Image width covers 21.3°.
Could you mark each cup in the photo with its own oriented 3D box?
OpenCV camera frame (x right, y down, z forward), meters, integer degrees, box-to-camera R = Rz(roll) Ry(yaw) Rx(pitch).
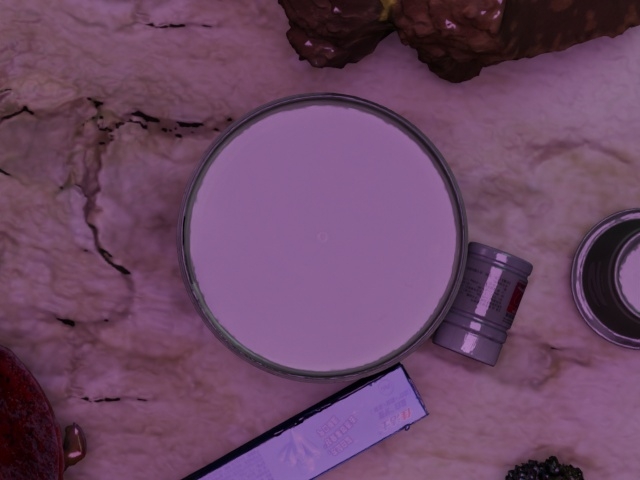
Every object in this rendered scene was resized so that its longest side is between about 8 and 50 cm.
[{"bbox_3d":[0.269,0.032,1.375,0.120,0.141,0.120,0,90,0],"label":"cup"}]

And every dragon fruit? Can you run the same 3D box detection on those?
[{"bbox_3d":[-0.280,0.172,1.319,0.147,0.211,0.282,-23,59,8],"label":"dragon fruit"}]

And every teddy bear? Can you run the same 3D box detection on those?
[{"bbox_3d":[0.121,-0.237,1.368,0.296,0.246,0.222,-33,48,-26],"label":"teddy bear"}]

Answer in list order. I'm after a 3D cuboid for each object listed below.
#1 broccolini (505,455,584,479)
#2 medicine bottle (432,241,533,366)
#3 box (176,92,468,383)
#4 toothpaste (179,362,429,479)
[{"bbox_3d":[0.223,0.267,1.404,0.091,0.068,0.203,-40,90,-22],"label":"broccolini"},{"bbox_3d":[0.134,0.053,1.411,0.058,0.058,0.091,21,88,0],"label":"medicine bottle"},{"bbox_3d":[0.000,0.000,1.366,0.226,0.149,0.226,0,89,-2],"label":"box"},{"bbox_3d":[-0.041,0.186,1.399,0.272,0.066,0.053,-29,88,-2],"label":"toothpaste"}]
